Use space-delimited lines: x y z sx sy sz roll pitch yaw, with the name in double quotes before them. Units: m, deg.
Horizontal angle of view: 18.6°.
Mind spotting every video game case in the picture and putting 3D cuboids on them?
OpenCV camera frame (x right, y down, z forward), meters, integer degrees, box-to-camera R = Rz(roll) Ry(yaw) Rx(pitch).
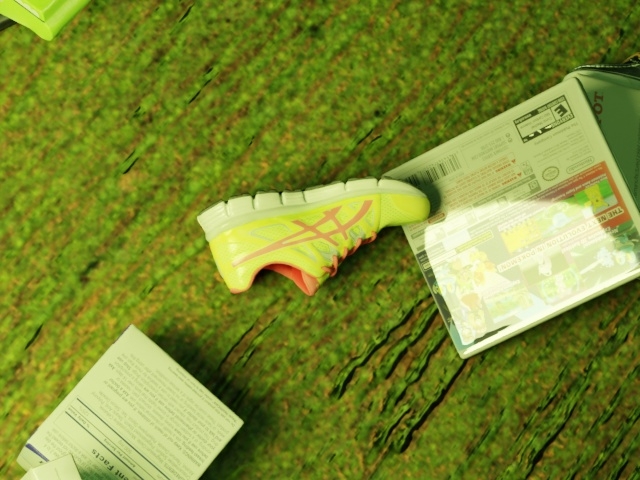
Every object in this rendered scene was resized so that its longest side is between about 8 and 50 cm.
"video game case" 0.176 -0.019 1.728 0.201 0.023 0.183 -27 80 18

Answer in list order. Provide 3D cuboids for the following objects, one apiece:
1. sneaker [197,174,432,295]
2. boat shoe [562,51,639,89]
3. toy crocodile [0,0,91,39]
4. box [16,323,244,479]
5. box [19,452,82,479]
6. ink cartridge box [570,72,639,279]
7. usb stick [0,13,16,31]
"sneaker" 0.000 0.000 1.708 0.208 0.081 0.094 -10 81 -14
"boat shoe" 0.311 -0.161 1.871 0.183 0.065 0.083 9 68 -23
"toy crocodile" -0.343 -0.279 1.641 0.340 0.105 0.115 32 60 3
"box" -0.156 0.164 1.597 0.126 0.072 0.137 42 64 -2
"box" -0.187 0.269 1.512 0.038 0.145 0.186 -18 80 -24
"ink cartridge box" 0.307 -0.048 1.812 0.212 0.093 0.154 14 68 -15
"usb stick" -0.283 -0.221 1.700 0.278 0.045 0.077 -31 91 -25
